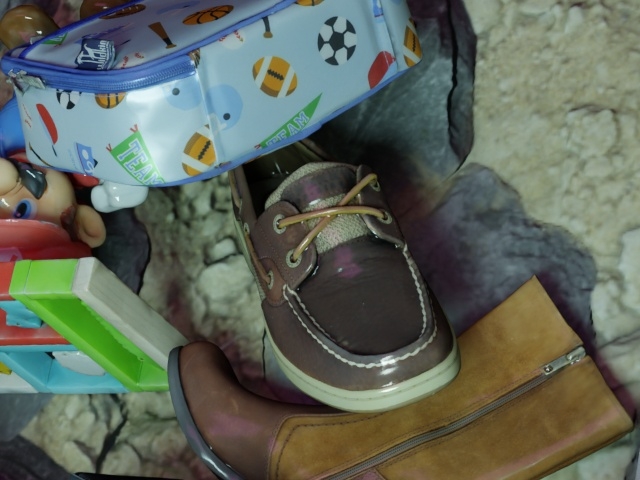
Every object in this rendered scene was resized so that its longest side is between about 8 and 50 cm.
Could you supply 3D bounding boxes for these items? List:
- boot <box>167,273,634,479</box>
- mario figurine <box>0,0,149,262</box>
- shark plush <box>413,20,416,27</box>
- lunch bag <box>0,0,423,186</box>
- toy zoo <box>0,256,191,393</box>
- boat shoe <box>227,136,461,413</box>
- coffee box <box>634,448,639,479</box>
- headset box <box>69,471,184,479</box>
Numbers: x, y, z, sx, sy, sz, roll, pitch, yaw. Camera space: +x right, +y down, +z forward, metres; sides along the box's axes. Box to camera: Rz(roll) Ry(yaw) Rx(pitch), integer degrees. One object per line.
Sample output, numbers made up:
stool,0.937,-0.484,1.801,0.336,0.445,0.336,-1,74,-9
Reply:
boot,0.048,0.110,1.274,0.280,0.096,0.264,-36,51,1
mario figurine,-0.243,-0.088,1.476,0.198,0.170,0.320,-39,36,44
shark plush,0.016,-0.205,1.483,0.073,0.067,0.161,-40,53,1
lunch bag,-0.092,-0.141,1.347,0.303,0.115,0.243,-25,24,-30
toy zoo,-0.260,0.073,1.384,0.293,0.192,0.030,-3,62,24
boat shoe,0.000,0.000,1.276,0.123,0.123,0.342,-20,32,-6
coffee box,0.337,0.137,1.112,0.246,0.098,0.141,2,64,27
headset box,-0.080,0.312,1.149,0.246,0.131,0.283,23,93,33
